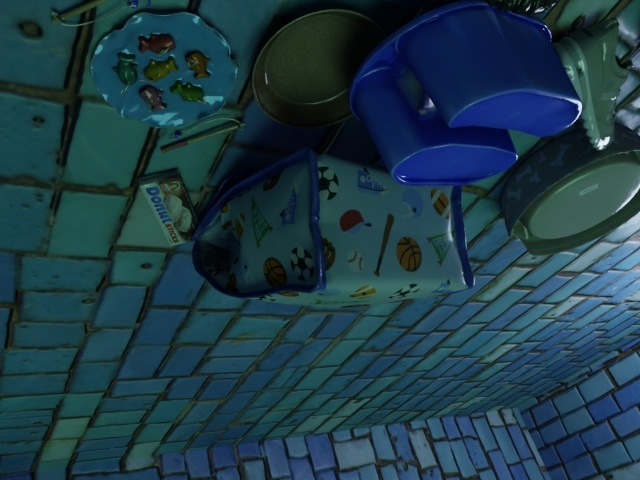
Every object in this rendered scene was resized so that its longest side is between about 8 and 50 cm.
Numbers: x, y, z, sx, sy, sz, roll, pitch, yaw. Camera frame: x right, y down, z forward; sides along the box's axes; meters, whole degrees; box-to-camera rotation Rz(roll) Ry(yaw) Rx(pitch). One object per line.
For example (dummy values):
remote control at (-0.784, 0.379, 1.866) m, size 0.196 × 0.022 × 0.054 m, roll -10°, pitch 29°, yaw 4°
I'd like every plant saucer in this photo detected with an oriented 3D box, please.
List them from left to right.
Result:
plant saucer at (-0.001, -0.242, 0.767) m, size 0.199 × 0.036 × 0.198 m, roll -13°, pitch 146°, yaw -9°

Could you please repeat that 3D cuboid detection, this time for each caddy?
caddy at (0.201, -0.209, 0.779) m, size 0.341 × 0.179 × 0.241 m, roll -5°, pitch 155°, yaw -41°

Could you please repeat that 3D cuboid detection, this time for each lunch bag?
lunch bag at (0.000, 0.000, 0.934) m, size 0.328 × 0.238 × 0.386 m, roll 6°, pitch 165°, yaw -35°

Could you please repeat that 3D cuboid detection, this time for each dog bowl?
dog bowl at (0.552, -0.106, 1.178) m, size 0.349 × 0.102 × 0.348 m, roll -13°, pitch 147°, yaw -9°

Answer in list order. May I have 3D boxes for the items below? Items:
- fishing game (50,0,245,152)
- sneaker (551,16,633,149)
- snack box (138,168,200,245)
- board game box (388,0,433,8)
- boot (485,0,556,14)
fishing game at (-0.198, -0.210, 0.716) m, size 0.189 × 0.041 × 0.264 m, roll -17°, pitch 148°, yaw 3°
sneaker at (0.476, -0.251, 0.922) m, size 0.115 × 0.105 × 0.281 m, roll -31°, pitch 145°, yaw 18°
snack box at (-0.251, -0.052, 0.938) m, size 0.064 × 0.022 × 0.178 m, roll -13°, pitch 147°, yaw -5°
board game box at (0.103, -0.355, 0.656) m, size 0.169 × 0.033 × 0.133 m, roll 4°, pitch 147°, yaw -24°
boot at (0.339, -0.409, 0.596) m, size 0.348 × 0.131 × 0.260 m, roll -20°, pitch 155°, yaw -15°
